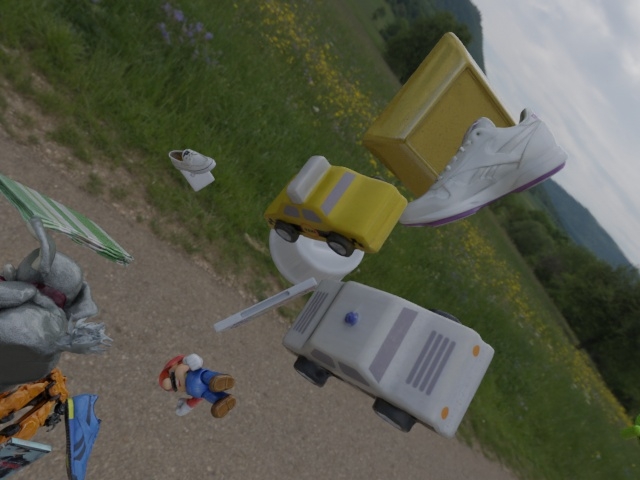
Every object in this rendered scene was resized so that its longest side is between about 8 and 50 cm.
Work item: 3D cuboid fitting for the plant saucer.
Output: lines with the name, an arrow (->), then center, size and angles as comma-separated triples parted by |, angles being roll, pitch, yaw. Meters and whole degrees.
plant saucer -> 0.321, -0.259, 1.076 | 0.333, 0.332, 0.081 | 38, 2, -28

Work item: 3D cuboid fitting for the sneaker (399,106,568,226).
sneaker -> 0.269, -0.126, 0.809 | 0.152, 0.305, 0.114 | 64, 8, 3

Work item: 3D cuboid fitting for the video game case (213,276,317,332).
video game case -> -0.060, 0.076, 0.529 | 0.087, 0.122, 0.011 | 84, -20, -82

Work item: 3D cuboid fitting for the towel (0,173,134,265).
towel -> -0.669, -0.048, 1.169 | 0.248, 0.038, 0.325 | 35, -6, 27

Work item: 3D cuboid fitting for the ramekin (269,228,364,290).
ramekin -> 0.000, 0.000, 1.329 | 0.278, 0.135, 0.276 | 12, 64, -26

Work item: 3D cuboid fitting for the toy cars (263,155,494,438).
toy cars -> 0.018, 0.014, 0.459 | 0.087, 0.177, 0.393 | 53, 14, -39

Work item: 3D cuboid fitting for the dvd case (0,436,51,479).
dvd case -> -0.558, 0.390, 0.785 | 0.013, 0.120, 0.087 | 56, -4, 38

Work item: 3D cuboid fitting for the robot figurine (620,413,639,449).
robot figurine -> 0.498, 0.292, 0.643 | 0.101, 0.067, 0.115 | 25, 30, 14

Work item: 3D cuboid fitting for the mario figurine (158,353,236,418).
mario figurine -> -0.419, 0.464, 1.418 | 0.170, 0.321, 0.197 | 39, 64, -41

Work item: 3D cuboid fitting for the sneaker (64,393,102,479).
sneaker -> -0.560, 0.473, 1.061 | 0.082, 0.069, 0.209 | 4, 67, -39

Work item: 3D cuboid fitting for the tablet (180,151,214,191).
tablet -> -0.287, -0.157, 1.027 | 0.006, 0.054, 0.083 | 47, -11, 50

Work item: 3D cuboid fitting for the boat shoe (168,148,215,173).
boat shoe -> -0.229, -0.143, 0.784 | 0.035, 0.100, 0.035 | -58, 143, -24

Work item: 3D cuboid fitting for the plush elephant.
plush elephant -> -0.540, 0.111, 0.800 | 0.255, 0.330, 0.271 | -110, -163, -48

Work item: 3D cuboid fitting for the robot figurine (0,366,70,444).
robot figurine -> -0.843, 0.471, 1.274 | 0.291, 0.085, 0.210 | -60, 139, -75
